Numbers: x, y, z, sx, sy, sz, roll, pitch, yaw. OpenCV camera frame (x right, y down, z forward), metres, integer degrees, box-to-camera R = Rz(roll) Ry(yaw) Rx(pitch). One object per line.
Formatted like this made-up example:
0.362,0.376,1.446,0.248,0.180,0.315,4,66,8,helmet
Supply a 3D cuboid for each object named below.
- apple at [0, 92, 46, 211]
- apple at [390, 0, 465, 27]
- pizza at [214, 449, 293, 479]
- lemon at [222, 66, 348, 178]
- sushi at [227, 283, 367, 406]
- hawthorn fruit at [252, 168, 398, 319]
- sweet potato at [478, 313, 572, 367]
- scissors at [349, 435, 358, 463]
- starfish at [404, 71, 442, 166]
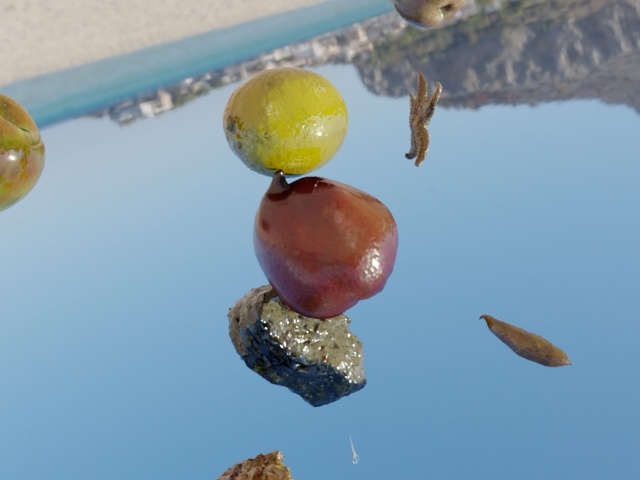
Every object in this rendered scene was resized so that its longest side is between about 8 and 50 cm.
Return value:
-0.659,-0.164,1.813,0.226,0.246,0.246,-44,-172,10,apple
0.176,-0.405,1.553,0.126,0.102,0.126,-28,167,-7,apple
-0.156,0.502,1.935,0.335,0.086,0.226,-24,-163,42,pizza
-0.071,-0.240,1.958,0.263,0.236,0.236,-5,-171,-10,lemon
-0.042,0.226,2.117,0.170,0.350,0.211,-36,-151,25,sushi
0.004,0.016,1.935,0.311,0.295,0.295,18,180,-19,hawthorn fruit
0.412,0.208,1.934,0.060,0.205,0.068,-51,164,-23,sweet potato
0.097,0.623,2.836,0.006,0.083,0.036,-15,174,27,scissors
0.231,-0.284,2.202,0.043,0.227,0.240,3,148,-17,starfish
